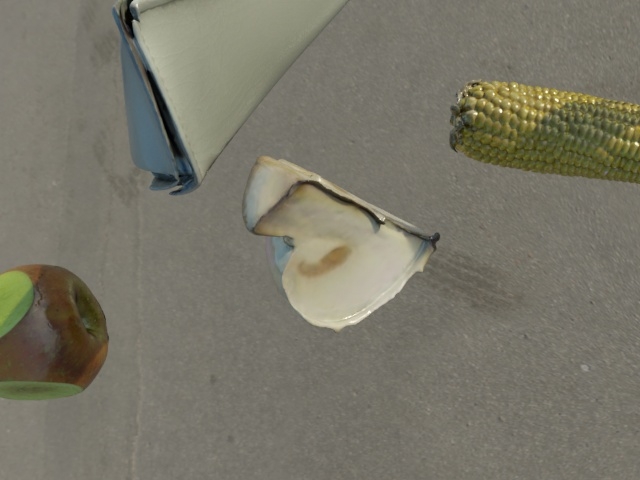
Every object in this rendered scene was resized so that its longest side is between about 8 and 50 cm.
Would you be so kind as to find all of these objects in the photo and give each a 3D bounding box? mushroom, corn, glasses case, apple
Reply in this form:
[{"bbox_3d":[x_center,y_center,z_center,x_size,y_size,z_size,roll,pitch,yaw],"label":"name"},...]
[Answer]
[{"bbox_3d":[-0.015,0.001,0.792,0.173,0.236,0.162,31,96,54],"label":"mushroom"},{"bbox_3d":[0.311,-0.127,0.782,0.305,0.106,0.106,12,83,13],"label":"corn"},{"bbox_3d":[-0.063,-0.173,0.487,0.083,0.128,0.308,9,45,24],"label":"glasses case"},{"bbox_3d":[-0.319,0.111,0.709,0.147,0.146,0.163,-25,51,-1],"label":"apple"}]
